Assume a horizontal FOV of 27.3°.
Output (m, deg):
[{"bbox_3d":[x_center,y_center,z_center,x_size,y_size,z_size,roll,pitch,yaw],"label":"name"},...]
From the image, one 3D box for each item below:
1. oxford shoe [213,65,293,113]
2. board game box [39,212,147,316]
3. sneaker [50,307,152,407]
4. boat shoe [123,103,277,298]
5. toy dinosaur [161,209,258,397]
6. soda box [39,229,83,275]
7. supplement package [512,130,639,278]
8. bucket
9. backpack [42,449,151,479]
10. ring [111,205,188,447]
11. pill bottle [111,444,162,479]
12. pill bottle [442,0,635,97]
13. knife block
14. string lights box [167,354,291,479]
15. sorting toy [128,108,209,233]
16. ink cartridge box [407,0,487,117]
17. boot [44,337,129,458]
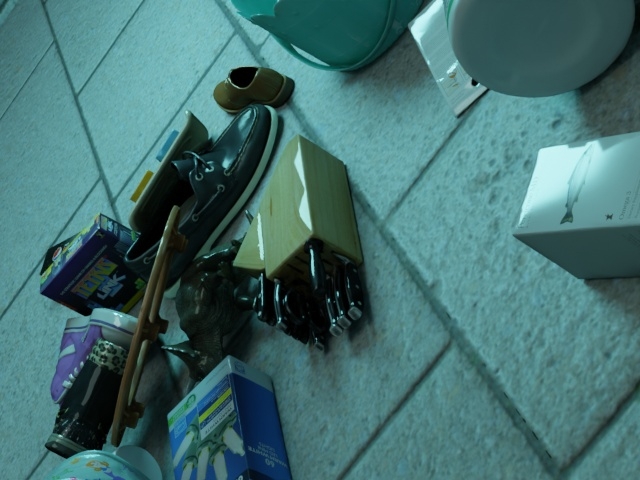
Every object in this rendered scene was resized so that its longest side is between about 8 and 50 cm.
[{"bbox_3d":[-0.126,-0.255,2.137,0.212,0.076,0.076,-1,65,58],"label":"oxford shoe"},{"bbox_3d":[-0.349,0.051,2.136,0.170,0.141,0.048,-45,33,26],"label":"board game box"},{"bbox_3d":[-0.343,0.197,2.053,0.282,0.102,0.161,-21,50,62],"label":"sneaker"},{"bbox_3d":[-0.192,-0.078,2.038,0.340,0.113,0.127,-56,30,7],"label":"boat shoe"},{"bbox_3d":[-0.153,0.067,1.846,0.160,0.121,0.313,-31,42,30],"label":"toy dinosaur"},{"bbox_3d":[-0.440,0.028,2.382,0.169,0.053,0.060,-22,46,46],"label":"soda box"},{"bbox_3d":[0.292,-0.032,1.265,0.179,0.105,0.105,-6,59,55],"label":"supplement package"},{"bbox_3d":[0.020,-0.392,1.923,0.281,0.183,0.281,-38,36,35],"label":"bucket"},{"bbox_3d":[-0.296,0.394,1.664,0.253,0.225,0.191,-47,1,22],"label":"backpack"},{"bbox_3d":[-0.227,0.118,1.790,0.336,0.032,0.336,-165,90,-87],"label":"ring"},{"bbox_3d":[-0.307,0.362,1.824,0.187,0.112,0.112,-40,35,31],"label":"pill bottle"},{"bbox_3d":[0.234,-0.353,1.539,0.204,0.204,0.361,-39,35,32],"label":"pill bottle"},{"bbox_3d":[0.000,0.000,1.702,0.242,0.088,0.275,4,67,57],"label":"knife block"},{"bbox_3d":[-0.111,0.282,1.630,0.133,0.077,0.259,-46,33,21],"label":"string lights box"},{"bbox_3d":[-0.249,-0.107,2.134,0.208,0.038,0.193,-63,-4,-2],"label":"sorting toy"},{"bbox_3d":[0.202,-0.261,1.693,0.145,0.045,0.179,-42,52,27],"label":"ink cartridge box"},{"bbox_3d":[-0.332,0.240,1.947,0.178,0.085,0.236,-65,3,-10],"label":"boot"}]
